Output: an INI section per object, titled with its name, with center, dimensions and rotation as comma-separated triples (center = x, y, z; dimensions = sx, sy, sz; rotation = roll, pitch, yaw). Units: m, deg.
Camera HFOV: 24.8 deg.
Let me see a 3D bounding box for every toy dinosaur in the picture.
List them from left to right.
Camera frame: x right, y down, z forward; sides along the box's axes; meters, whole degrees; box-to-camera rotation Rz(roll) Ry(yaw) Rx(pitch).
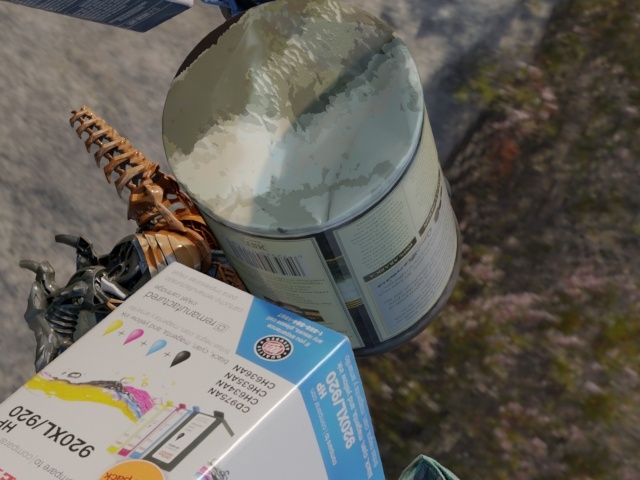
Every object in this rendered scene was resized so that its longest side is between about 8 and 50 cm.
[toy dinosaur]
center = -0.155, 0.032, 1.393
dimensions = 0.164, 0.218, 0.322
rotation = 5, 67, -63

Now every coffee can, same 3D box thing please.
[coffee can]
center = 0.004, -0.041, 1.199
dimensions = 0.201, 0.201, 0.275
rotation = -41, 155, -8

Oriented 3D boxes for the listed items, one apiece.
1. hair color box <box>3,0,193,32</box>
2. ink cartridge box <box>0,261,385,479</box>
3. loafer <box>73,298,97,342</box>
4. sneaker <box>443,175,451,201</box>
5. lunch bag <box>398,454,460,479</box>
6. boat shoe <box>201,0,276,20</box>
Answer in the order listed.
[hair color box]
center = -0.293, -0.328, 1.411
dimensions = 0.347, 0.105, 0.174
rotation = 9, 75, -37
[ink cartridge box]
center = -0.101, 0.164, 0.951
dimensions = 0.232, 0.171, 0.168
rotation = -41, 135, -31
[loafer]
center = -0.286, 0.136, 1.858
dimensions = 0.102, 0.092, 0.268
rotation = -34, 157, -43
[sneaker]
center = 0.000, 0.000, 1.693
dimensions = 0.330, 0.146, 0.122
rotation = -38, 130, 15
[lunch bag]
center = 0.159, 0.367, 1.479
dimensions = 0.223, 0.262, 0.160
rotation = 42, 123, -20
[boat shoe]
center = -0.052, -0.228, 1.400
dimensions = 0.089, 0.258, 0.109
rotation = -37, 87, 9
